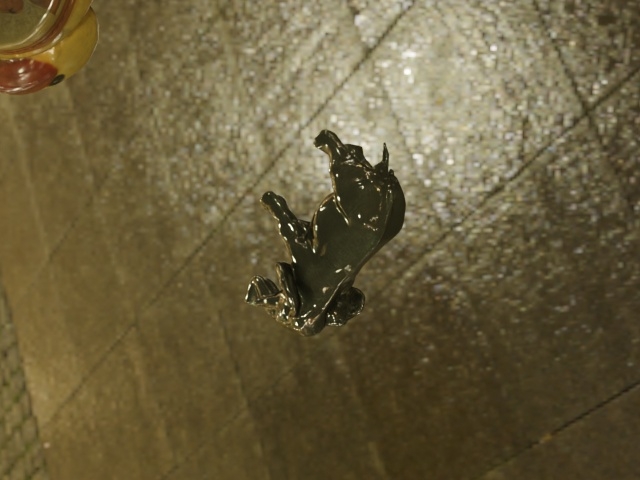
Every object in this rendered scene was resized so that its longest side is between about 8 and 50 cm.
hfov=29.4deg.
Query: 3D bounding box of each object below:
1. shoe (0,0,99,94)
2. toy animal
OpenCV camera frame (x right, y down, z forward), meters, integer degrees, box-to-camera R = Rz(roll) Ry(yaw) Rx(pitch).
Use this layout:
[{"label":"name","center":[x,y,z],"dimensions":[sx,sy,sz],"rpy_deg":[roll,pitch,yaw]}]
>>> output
[{"label":"shoe","center":[-0.110,-0.116,0.491],"dimensions":[0.069,0.072,0.109],"rpy_deg":[-23,-81,-85]},{"label":"toy animal","center":[-0.005,0.001,1.277],"dimensions":[0.245,0.115,0.146],"rpy_deg":[-62,42,34]}]
